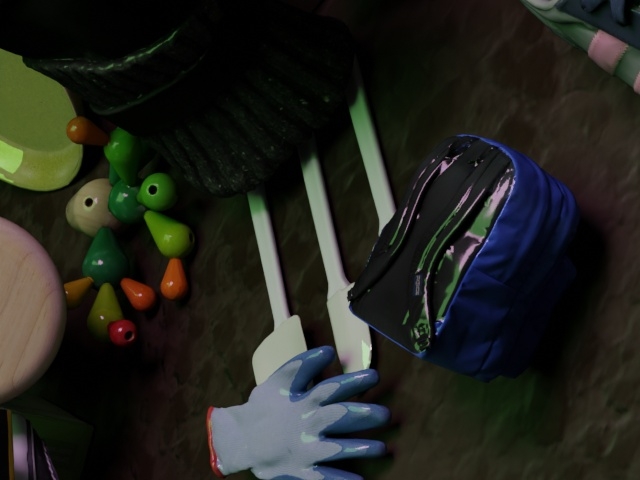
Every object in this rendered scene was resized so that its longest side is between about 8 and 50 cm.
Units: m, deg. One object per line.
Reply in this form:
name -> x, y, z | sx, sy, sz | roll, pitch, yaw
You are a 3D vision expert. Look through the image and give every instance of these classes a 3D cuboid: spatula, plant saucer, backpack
spatula -> 0.000, 0.000, 1.076 | 0.168, 0.019, 0.242 | -45, 44, 35
plant saucer -> -0.291, -0.148, 1.394 | 0.241, 0.241, 0.037 | -12, 31, 52
backpack -> 0.086, 0.007, 0.883 | 0.098, 0.101, 0.120 | 29, 96, 53

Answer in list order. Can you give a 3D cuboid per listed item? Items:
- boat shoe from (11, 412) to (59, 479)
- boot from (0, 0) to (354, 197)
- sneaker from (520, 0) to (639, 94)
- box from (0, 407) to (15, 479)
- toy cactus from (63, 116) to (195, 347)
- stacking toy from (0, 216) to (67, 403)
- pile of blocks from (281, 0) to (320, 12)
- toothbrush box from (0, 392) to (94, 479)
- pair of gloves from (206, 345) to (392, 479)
boat shoe -> -0.177, 0.257, 1.140 | 0.108, 0.102, 0.301 | 110, 149, -51
boot -> -0.074, -0.159, 1.015 | 0.348, 0.260, 0.131 | -18, 45, 56
sneaker -> 0.173, -0.114, 0.788 | 0.319, 0.131, 0.112 | 41, 109, 52
box -> -0.354, 0.258, 1.097 | 0.322, 0.079, 0.257 | -11, 75, 24
toy cactus -> -0.165, -0.025, 1.256 | 0.180, 0.112, 0.219 | -8, 80, 63
stacking toy -> -0.274, 0.051, 1.275 | 0.330, 0.141, 0.141 | 175, 109, -80
pile of blocks -> -0.120, -0.230, 1.253 | 0.362, 0.113, 0.149 | -4, 73, 53
toothbrush box -> -0.326, 0.249, 1.258 | 0.122, 0.206, 0.283 | 12, 87, 54
pair of gloves -> -0.013, 0.171, 1.007 | 0.159, 0.023, 0.198 | -21, 69, 42
